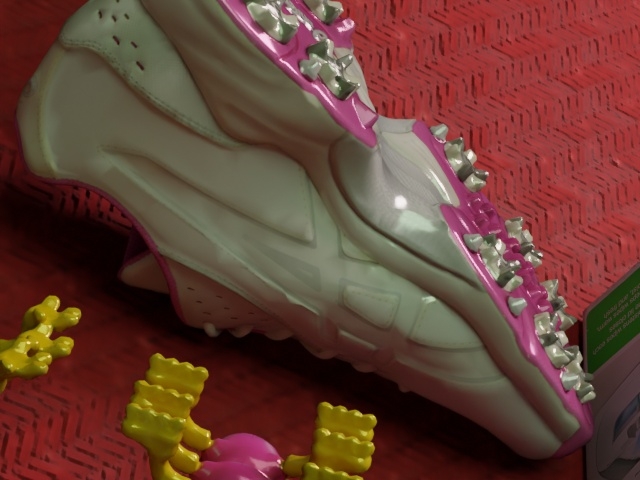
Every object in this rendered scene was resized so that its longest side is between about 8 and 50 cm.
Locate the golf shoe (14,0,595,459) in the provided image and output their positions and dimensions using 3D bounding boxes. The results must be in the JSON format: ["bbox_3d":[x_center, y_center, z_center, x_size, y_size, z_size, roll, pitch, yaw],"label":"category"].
[{"bbox_3d":[0.000,0.000,0.779,0.306,0.140,0.115,47,19,-26],"label":"golf shoe"}]

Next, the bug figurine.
[{"bbox_3d":[-0.100,0.103,0.601,0.279,0.072,0.216,18,32,6],"label":"bug figurine"}]

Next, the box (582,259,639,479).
[{"bbox_3d":[0.262,0.134,0.833,0.262,0.127,0.231,23,45,-19],"label":"box"}]
